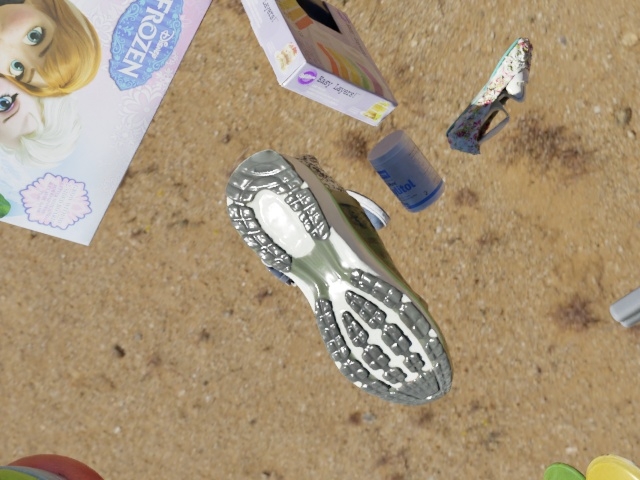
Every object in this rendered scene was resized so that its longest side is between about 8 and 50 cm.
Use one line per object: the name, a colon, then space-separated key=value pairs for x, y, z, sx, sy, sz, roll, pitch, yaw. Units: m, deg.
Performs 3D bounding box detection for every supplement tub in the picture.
supplement tub: x=0.126 y=-0.100 z=1.236 sx=0.071 sy=0.071 sz=0.107 roll=-32 pitch=110 yaw=26

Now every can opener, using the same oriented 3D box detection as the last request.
can opener: x=0.733 y=0.069 z=1.787 sx=0.283 sy=0.095 sz=0.076 roll=-39 pitch=135 yaw=23

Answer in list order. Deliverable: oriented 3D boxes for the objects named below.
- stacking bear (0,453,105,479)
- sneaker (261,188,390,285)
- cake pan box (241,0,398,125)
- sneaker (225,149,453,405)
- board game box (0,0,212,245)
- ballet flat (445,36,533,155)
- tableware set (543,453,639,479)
stacking bear: x=-0.254 y=0.254 z=0.612 sx=0.175 sy=0.289 sz=0.164 roll=10 pitch=85 yaw=5
sneaker: x=0.001 y=0.001 z=1.338 sx=0.086 sy=0.163 sz=0.226 roll=42 pitch=160 yaw=-32
cake pan box: x=-0.008 y=-0.338 z=1.469 sx=0.070 sy=0.267 sz=0.245 roll=-41 pitch=143 yaw=26
sneaker: x=0.058 y=0.033 z=1.148 sx=0.158 sy=0.182 sz=0.410 roll=-32 pitch=96 yaw=33
board game box: x=-0.302 y=-0.169 z=0.764 sx=0.318 sy=0.066 sz=0.319 roll=18 pitch=123 yaw=-26
ballet flat: x=0.326 y=-0.254 z=1.549 sx=0.077 sy=0.091 sz=0.241 roll=40 pitch=100 yaw=23
tableware set: x=0.184 y=0.155 z=0.442 sx=0.154 sy=0.024 sz=0.104 roll=-31 pitch=83 yaw=57
